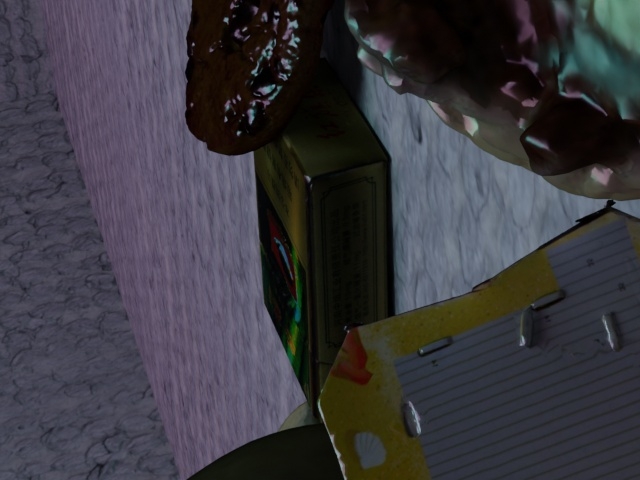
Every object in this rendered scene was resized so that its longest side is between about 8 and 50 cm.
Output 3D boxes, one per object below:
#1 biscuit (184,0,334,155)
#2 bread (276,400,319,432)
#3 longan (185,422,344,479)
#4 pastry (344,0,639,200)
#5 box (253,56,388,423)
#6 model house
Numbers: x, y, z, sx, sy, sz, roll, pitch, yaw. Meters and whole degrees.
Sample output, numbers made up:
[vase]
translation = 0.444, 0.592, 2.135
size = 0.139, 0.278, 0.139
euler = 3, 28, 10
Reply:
[biscuit]
translation = -0.052, -0.157, 1.232
size = 0.192, 0.049, 0.192
euler = -36, 46, 47
[bread]
translation = -0.063, 0.294, 1.560
size = 0.183, 0.211, 0.224
euler = -136, 28, -80
[longan]
translation = 0.022, 0.255, 0.964
size = 0.319, 0.319, 0.319
euler = 166, 90, -78
[pastry]
translation = 0.126, -0.131, 0.414
size = 0.236, 0.170, 0.256
euler = 25, 125, 49
[box]
translation = 0.000, 0.000, 1.290
size = 0.159, 0.071, 0.240
euler = -121, 22, -49
[model house]
translation = 0.132, 0.114, 0.754
size = 0.136, 0.207, 0.219
euler = 18, -131, -66
